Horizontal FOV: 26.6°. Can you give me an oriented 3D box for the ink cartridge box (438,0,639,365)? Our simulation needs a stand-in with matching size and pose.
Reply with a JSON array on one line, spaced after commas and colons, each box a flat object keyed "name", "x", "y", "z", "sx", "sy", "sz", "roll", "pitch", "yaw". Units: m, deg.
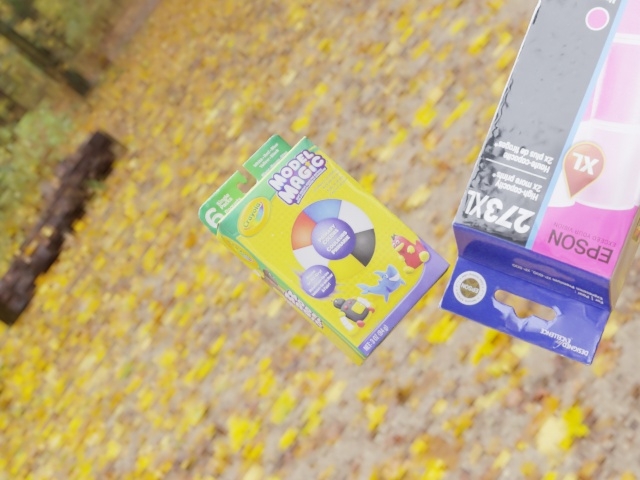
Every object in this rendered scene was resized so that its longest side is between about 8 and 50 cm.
[{"name": "ink cartridge box", "x": 0.253, "y": -0.077, "z": 1.363, "sx": 0.069, "sy": 0.176, "sz": 0.370, "roll": 17, "pitch": -87, "yaw": -65}]

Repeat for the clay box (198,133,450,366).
[{"name": "clay box", "x": 0.000, "y": 0.000, "z": 1.314, "sx": 0.127, "sy": 0.222, "sz": 0.053, "roll": -47, "pitch": -6, "yaw": -17}]
